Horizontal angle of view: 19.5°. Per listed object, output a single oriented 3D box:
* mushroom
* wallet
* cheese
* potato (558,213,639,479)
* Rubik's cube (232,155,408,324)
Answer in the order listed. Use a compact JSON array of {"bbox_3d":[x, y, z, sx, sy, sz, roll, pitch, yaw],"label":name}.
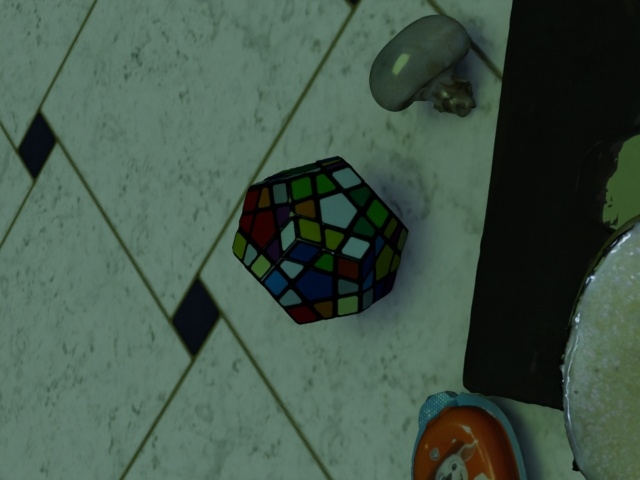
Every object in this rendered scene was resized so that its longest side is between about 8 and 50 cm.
[{"bbox_3d":[0.081,-0.121,1.377,0.079,0.085,0.085,47,127,-4],"label":"mushroom"},{"bbox_3d":[0.173,-0.040,1.264,0.165,0.042,0.309,8,88,52],"label":"wallet"},{"bbox_3d":[0.120,0.211,1.274,0.106,0.037,0.256,-47,49,35],"label":"cheese"},{"bbox_3d":[0.229,0.060,1.118,0.117,0.182,0.202,-87,-1,-74],"label":"potato"},{"bbox_3d":[0.000,0.000,1.403,0.133,0.133,0.112,-49,22,31],"label":"Rubik's cube"}]
